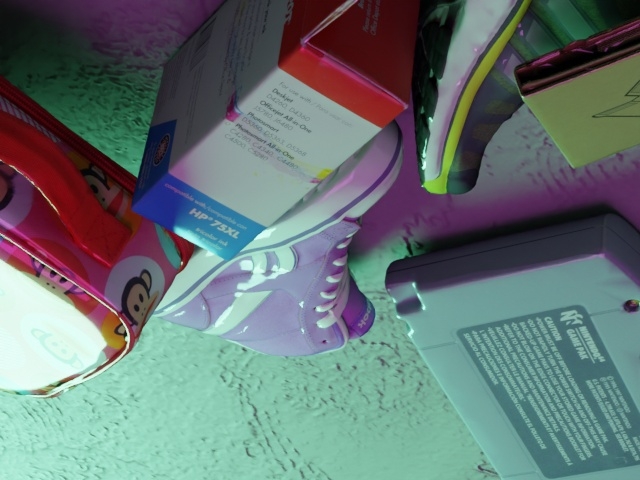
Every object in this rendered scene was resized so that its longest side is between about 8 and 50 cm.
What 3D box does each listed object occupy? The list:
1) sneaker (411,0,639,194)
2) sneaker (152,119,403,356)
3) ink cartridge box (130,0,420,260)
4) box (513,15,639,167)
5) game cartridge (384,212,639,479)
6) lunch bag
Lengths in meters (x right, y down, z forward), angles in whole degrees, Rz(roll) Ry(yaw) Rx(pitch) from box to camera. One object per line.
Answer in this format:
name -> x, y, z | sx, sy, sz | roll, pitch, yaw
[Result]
sneaker -> 0.127, -0.126, 0.965 | 0.121, 0.111, 0.300 | 6, 145, -10
sneaker -> 0.000, -0.001, 1.141 | 0.161, 0.102, 0.282 | 28, 146, -25
ink cartridge box -> -0.013, -0.106, 0.987 | 0.078, 0.134, 0.231 | 30, 135, -23
box -> 0.203, -0.097, 0.937 | 0.164, 0.021, 0.201 | -21, 166, 13
game cartridge -> 0.194, 0.097, 1.243 | 0.196, 0.060, 0.294 | -10, 136, 25
lunch bag -> -0.236, -0.026, 1.068 | 0.293, 0.120, 0.258 | 38, 149, -15
